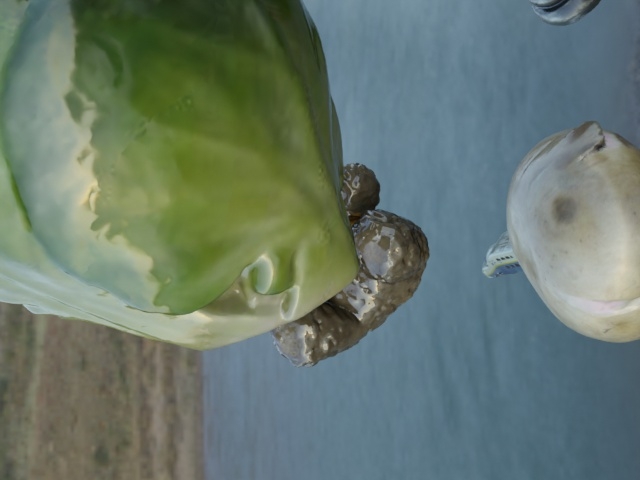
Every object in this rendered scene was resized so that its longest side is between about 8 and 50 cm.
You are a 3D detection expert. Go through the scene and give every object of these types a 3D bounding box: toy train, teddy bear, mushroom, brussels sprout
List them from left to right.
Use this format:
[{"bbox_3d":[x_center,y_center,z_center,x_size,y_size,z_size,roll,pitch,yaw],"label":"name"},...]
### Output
[{"bbox_3d":[-0.130,-0.080,0.738,0.281,0.354,0.289,-33,14,42],"label":"brussels sprout"},{"bbox_3d":[0.000,0.000,0.952,0.190,0.140,0.177,44,116,20],"label":"teddy bear"},{"bbox_3d":[0.279,0.019,1.585,0.052,0.051,0.234,-55,7,-12],"label":"toy train"},{"bbox_3d":[0.301,-0.011,1.144,0.255,0.184,0.254,-7,-90,-90],"label":"mushroom"}]

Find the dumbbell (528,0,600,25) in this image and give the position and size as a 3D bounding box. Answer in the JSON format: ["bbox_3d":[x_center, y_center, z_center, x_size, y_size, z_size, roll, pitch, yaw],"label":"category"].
[{"bbox_3d":[0.223,-0.420,1.349,0.179,0.406,0.179,-51,25,34],"label":"dumbbell"}]
